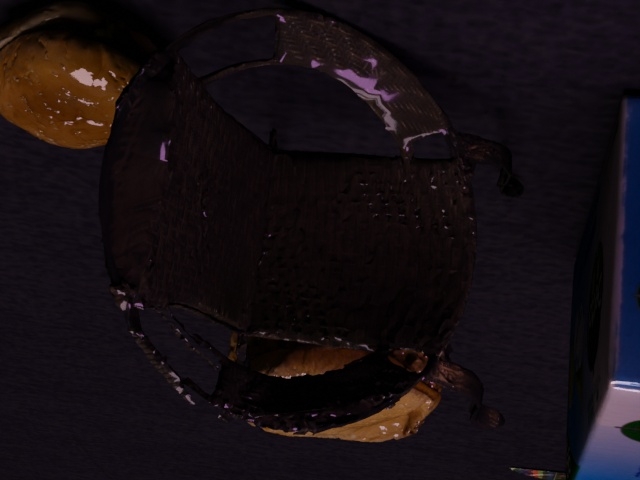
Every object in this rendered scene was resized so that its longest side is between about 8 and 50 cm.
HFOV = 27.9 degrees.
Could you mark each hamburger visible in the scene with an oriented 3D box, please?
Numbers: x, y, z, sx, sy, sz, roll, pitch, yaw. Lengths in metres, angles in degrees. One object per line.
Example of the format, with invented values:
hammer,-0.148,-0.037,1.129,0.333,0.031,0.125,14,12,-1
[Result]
hamburger,0.008,0.085,0.852,0.147,0.083,0.138,6,153,0
hamburger,-0.109,-0.071,0.577,0.076,0.044,0.083,26,148,-37

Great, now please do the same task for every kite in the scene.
kite,0.232,0.227,1.200,0.090,0.004,0.122,-16,147,41

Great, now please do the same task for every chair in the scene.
chair,0.000,0.000,0.565,0.149,0.174,0.213,5,168,17

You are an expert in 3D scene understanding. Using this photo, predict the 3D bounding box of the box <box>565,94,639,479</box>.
box,0.164,0.038,0.619,0.073,0.139,0.194,5,156,7
